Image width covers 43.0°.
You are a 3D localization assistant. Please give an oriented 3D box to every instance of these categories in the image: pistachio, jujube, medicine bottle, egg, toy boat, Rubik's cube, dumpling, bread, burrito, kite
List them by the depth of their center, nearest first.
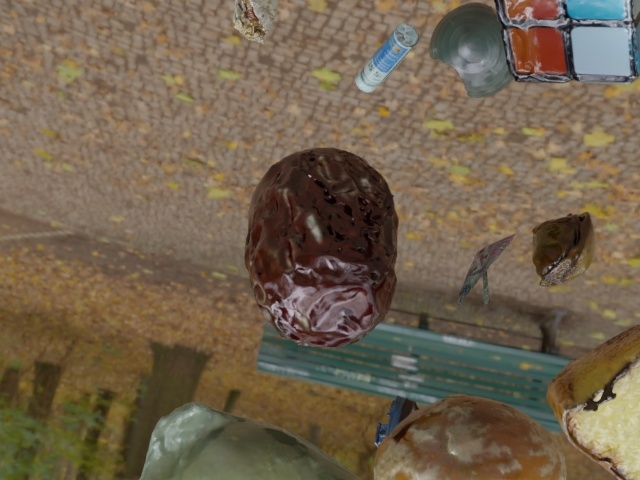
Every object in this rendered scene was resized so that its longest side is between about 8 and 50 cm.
[{"bbox_3d":[0.299,0.147,0.723,0.260,0.129,0.134,35,-166,-27],"label":"bread"},{"bbox_3d":[0.177,0.281,0.982,0.233,0.195,0.195,-18,152,17],"label":"egg"},{"bbox_3d":[0.344,-0.324,1.065,0.180,0.167,0.183,7,139,35],"label":"Rubik's cube"},{"bbox_3d":[-0.070,0.343,1.080,0.320,0.212,0.270,13,-161,25],"label":"dumpling"},{"bbox_3d":[0.233,0.044,1.149,0.005,0.137,0.152,30,-160,-11],"label":"kite"},{"bbox_3d":[0.000,0.000,1.286,0.258,0.377,0.259,1,120,1],"label":"jujube"},{"bbox_3d":[0.126,-0.350,1.575,0.051,0.051,0.191,18,157,-16],"label":"medicine bottle"},{"bbox_3d":[0.471,0.016,1.589,0.130,0.165,0.210,25,-154,11],"label":"pistachio"},{"bbox_3d":[-0.108,-0.602,1.641,0.076,0.392,0.117,17,-172,33],"label":"burrito"},{"bbox_3d":[0.172,0.469,1.913,0.097,0.223,0.100,-12,131,30],"label":"toy boat"}]

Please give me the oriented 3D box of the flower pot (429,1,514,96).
[{"bbox_3d":[0.318,-0.385,1.645,0.189,0.157,0.243,47,-160,0],"label":"flower pot"}]
